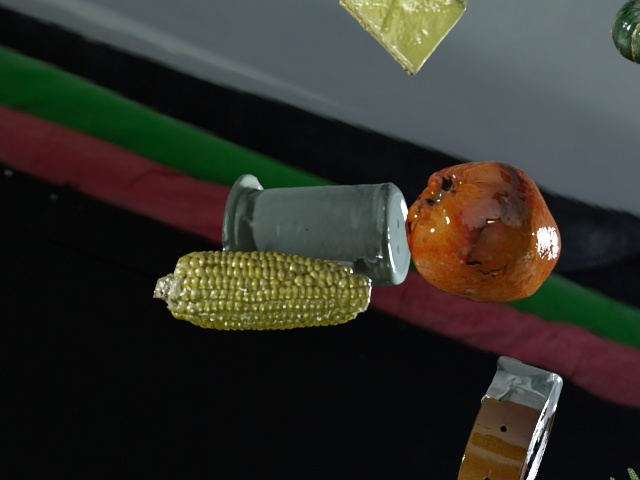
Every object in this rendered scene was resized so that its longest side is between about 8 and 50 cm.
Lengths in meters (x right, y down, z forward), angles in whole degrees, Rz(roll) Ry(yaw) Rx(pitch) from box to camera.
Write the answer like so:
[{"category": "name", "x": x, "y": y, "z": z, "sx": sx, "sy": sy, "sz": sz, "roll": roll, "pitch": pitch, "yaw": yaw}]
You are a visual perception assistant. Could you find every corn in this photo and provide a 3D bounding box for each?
[{"category": "corn", "x": -0.093, "y": 0.081, "z": 1.859, "sx": 0.347, "sy": 0.130, "sz": 0.130, "roll": 2, "pitch": -152, "yaw": -2}]

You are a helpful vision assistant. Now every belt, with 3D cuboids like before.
[{"category": "belt", "x": 0.349, "y": 0.362, "z": 2.147, "sx": 0.122, "sy": 0.217, "sz": 0.338, "roll": 14, "pitch": -142, "yaw": 19}]

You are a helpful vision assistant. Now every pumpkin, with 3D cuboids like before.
[{"category": "pumpkin", "x": 0.708, "y": -0.443, "z": 2.422, "sx": 0.190, "sy": 0.146, "sz": 0.190, "roll": 0, "pitch": -122, "yaw": -1}]

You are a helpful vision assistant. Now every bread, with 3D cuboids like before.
[{"category": "bread", "x": 0.152, "y": -0.474, "z": 2.283, "sx": 0.236, "sy": 0.198, "sz": 0.263, "roll": 38, "pitch": -173, "yaw": -3}]

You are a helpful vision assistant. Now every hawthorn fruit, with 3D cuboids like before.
[{"category": "hawthorn fruit", "x": 0.258, "y": 0.004, "z": 1.711, "sx": 0.299, "sy": 0.211, "sz": 0.211, "roll": 35, "pitch": -167, "yaw": -40}]

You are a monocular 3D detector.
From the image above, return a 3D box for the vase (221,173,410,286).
[{"category": "vase", "x": 0.000, "y": 0.000, "z": 2.041, "sx": 0.291, "sy": 0.245, "sz": 0.245, "roll": -2, "pitch": -161, "yaw": 20}]

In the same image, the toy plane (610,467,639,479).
[{"category": "toy plane", "x": 0.608, "y": 0.495, "z": 2.238, "sx": 0.111, "sy": 0.102, "sz": 0.040, "roll": 12, "pitch": -165, "yaw": 34}]
